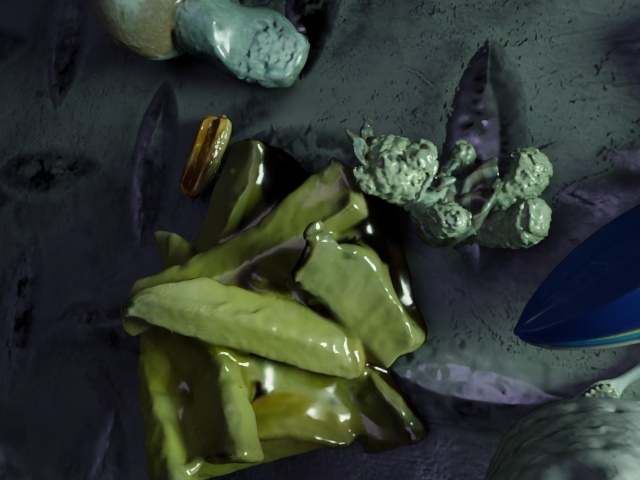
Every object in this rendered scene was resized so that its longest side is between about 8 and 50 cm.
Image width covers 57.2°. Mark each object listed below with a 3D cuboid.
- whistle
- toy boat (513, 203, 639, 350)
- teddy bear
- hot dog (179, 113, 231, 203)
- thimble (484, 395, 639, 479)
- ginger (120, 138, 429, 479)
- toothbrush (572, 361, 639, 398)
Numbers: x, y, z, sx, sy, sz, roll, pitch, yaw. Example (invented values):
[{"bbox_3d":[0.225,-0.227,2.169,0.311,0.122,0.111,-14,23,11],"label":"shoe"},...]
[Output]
[{"bbox_3d":[-0.171,-0.306,0.810,0.348,0.189,0.189,31,97,7],"label":"whistle"},{"bbox_3d":[0.303,0.020,0.508,0.295,0.088,0.129,-32,27,24],"label":"toy boat"},{"bbox_3d":[0.126,-0.051,0.611,0.213,0.111,0.133,18,46,12],"label":"teddy bear"},{"bbox_3d":[-0.159,-0.115,0.819,0.056,0.041,0.133,17,82,30],"label":"hot dog"},{"bbox_3d":[0.220,0.255,0.457,0.217,0.157,0.245,35,109,18],"label":"thimble"},{"bbox_3d":[-0.072,0.097,0.617,0.359,0.211,0.413,10,95,27],"label":"ginger"},{"bbox_3d":[0.364,0.053,0.507,0.375,0.037,0.028,-41,68,14],"label":"toothbrush"}]
